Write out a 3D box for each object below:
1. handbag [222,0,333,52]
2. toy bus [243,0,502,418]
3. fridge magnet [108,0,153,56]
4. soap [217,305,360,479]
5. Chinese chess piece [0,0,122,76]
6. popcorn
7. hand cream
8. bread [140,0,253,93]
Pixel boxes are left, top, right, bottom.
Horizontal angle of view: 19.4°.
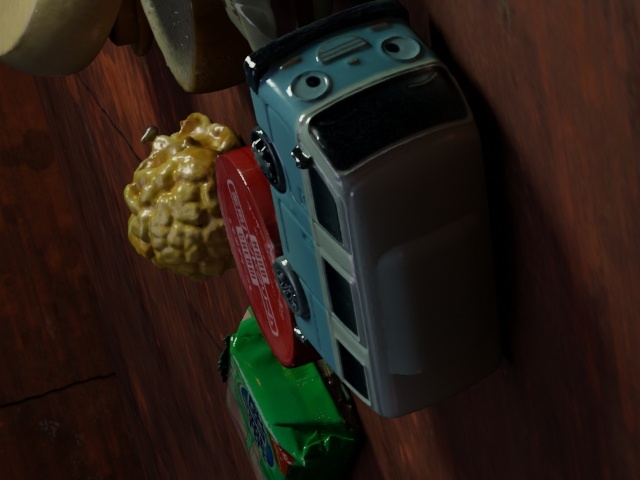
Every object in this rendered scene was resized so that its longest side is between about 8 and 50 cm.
[{"bbox_3d":[-0.051,-0.238,1.422,0.235,0.127,0.213,-127,20,-60],"label":"handbag"},{"bbox_3d":[0.047,-0.014,1.321,0.165,0.133,0.271,51,159,45],"label":"toy bus"},{"bbox_3d":[-0.234,-0.290,2.253,0.143,0.063,0.143,167,90,-78],"label":"fridge magnet"},{"bbox_3d":[-0.031,0.195,2.016,0.218,0.098,0.273,61,167,17],"label":"soap"},{"bbox_3d":[-0.310,-0.324,2.203,0.273,0.102,0.273,-33,52,56],"label":"Chinese chess piece"},{"bbox_3d":[-0.138,-0.046,2.041,0.170,0.180,0.180,46,175,-17],"label":"popcorn"},{"bbox_3d":[0.000,0.000,1.545,0.193,0.125,0.193,160,90,-77],"label":"hand cream"},{"bbox_3d":[-0.126,-0.254,1.839,0.236,0.070,0.236,162,90,-76],"label":"bread"}]
